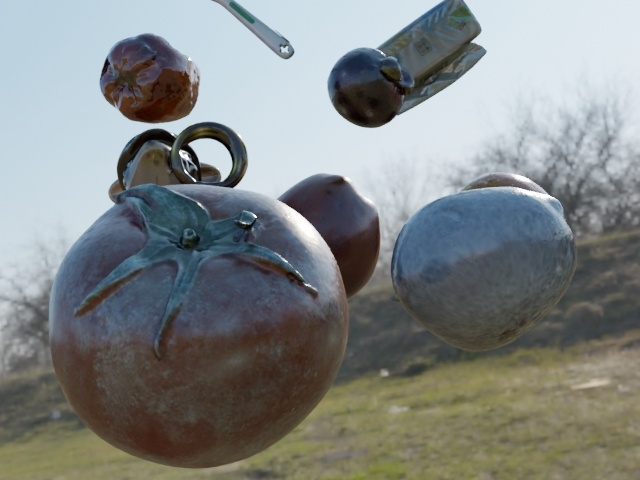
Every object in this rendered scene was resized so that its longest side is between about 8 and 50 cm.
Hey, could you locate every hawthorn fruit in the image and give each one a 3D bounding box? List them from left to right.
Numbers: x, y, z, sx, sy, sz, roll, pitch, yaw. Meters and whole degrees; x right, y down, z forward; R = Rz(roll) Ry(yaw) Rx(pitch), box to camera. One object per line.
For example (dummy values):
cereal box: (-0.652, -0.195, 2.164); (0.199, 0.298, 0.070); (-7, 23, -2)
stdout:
hawthorn fruit: (-0.295, -0.286, 1.776); (0.179, 0.173, 0.173); (3, -13, -33)

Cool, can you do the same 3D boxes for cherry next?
cherry: (0.230, 0.040, 1.468); (0.296, 0.218, 0.255); (-33, -53, 21)

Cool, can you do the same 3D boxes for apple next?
apple: (0.002, 0.001, 1.799); (0.234, 0.234, 0.234); (-10, -7, -1)

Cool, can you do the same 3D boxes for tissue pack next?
tissue pack: (0.202, -0.357, 1.981); (0.229, 0.145, 0.159); (-35, 5, -5)

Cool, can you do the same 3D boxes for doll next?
doll: (-0.269, -0.027, 1.688); (0.318, 0.339, 0.209); (-5, -29, 7)

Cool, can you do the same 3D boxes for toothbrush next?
toothbrush: (-0.211, -0.486, 1.958); (0.042, 0.418, 0.040); (-48, -8, -9)

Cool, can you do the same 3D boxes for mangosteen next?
mangosteen: (0.090, -0.276, 1.777); (0.153, 0.152, 0.152); (-10, -7, -1)

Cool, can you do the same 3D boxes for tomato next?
tomato: (-0.127, 0.083, 1.066); (0.317, 0.316, 0.282); (-8, -51, -14)

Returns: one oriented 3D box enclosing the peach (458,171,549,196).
peach: (0.394, -0.012, 2.120); (0.238, 0.281, 0.281); (-48, -9, 1)
